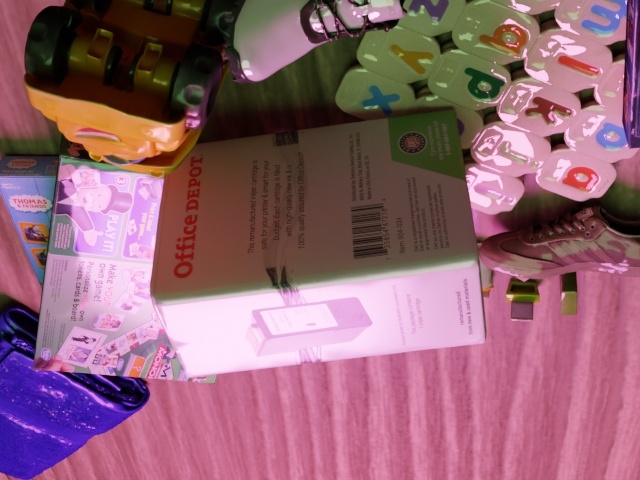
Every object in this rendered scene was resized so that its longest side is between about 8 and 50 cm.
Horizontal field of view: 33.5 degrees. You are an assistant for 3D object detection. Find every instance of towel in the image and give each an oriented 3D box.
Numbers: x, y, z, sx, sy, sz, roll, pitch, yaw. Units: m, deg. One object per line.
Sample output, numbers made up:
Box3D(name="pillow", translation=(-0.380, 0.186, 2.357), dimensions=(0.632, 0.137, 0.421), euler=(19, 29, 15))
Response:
Box3D(name="towel", translation=(-0.403, 0.223, 1.422), dimensions=(0.228, 0.076, 0.308), euler=(37, 131, -23))

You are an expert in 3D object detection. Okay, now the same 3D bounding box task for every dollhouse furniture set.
Box3D(name="dollhouse furniture set", translation=(0.193, 0.047, 1.123), dimensions=(0.152, 0.058, 0.076), euler=(1, 135, 11))

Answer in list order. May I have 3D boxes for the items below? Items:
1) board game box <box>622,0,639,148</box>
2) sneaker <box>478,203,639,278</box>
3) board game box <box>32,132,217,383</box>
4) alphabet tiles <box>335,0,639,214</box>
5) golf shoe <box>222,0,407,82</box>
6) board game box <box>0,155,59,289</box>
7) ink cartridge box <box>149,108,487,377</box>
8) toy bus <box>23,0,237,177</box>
Box3D(name="board game box", translation=(0.374, -0.160, 0.864), dimensions=(0.243, 0.042, 0.165), euler=(-6, 134, 8))
Box3D(name="sneaker", translation=(0.254, -0.007, 1.065), dimensions=(0.188, 0.066, 0.071), euler=(0, 119, 5))
Box3D(name="board game box", translation=(-0.188, 0.032, 1.146), dimensions=(0.213, 0.046, 0.317), euler=(7, 132, -16))
Box3D(name="alphabet tiles", translation=(0.166, -0.138, 0.967), dimensions=(0.278, 0.021, 0.284), euler=(19, 136, -7))
Box3D(name="golf shoe", translation=(0.012, -0.188, 0.825), dimensions=(0.094, 0.198, 0.077), euler=(33, 161, 39))
Box3D(name="board game box", translation=(-0.252, -0.003, 1.183), dimensions=(0.160, 0.039, 0.211), euler=(1, 136, 10))
Box3D(name="ink cartridge box", translation=(0.000, 0.000, 0.958), dimensions=(0.273, 0.198, 0.115), euler=(-7, 135, 7))
Box3D(name="toy bus", translation=(-0.152, -0.132, 0.910), dimensions=(0.149, 0.220, 0.211), euler=(17, 143, 0))
